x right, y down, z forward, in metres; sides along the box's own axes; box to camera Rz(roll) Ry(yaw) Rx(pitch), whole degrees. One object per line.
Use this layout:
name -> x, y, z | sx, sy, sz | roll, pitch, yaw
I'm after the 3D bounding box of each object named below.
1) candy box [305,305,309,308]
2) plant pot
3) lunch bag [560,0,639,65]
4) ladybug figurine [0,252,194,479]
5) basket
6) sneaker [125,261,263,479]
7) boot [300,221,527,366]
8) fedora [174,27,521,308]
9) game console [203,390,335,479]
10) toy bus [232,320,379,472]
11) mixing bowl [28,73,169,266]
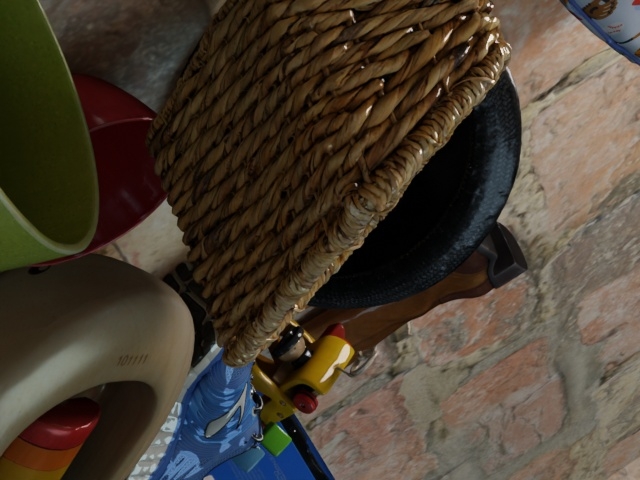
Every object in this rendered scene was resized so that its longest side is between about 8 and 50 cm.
candy box -> 0.000, 0.000, 1.988 | 0.109, 0.053, 0.187 | -27, 156, -15
plant pot -> -0.340, -0.068, 1.237 | 0.293, 0.275, 0.275 | -21, 158, 11
lunch bag -> 0.342, -0.299, 1.795 | 0.243, 0.115, 0.303 | -43, 153, 14
ladybug figurine -> -0.300, 0.176, 1.779 | 0.305, 0.162, 0.449 | -1, 134, -53
basket -> 0.028, -0.064, 1.387 | 0.213, 0.223, 0.299 | -10, 156, -29
sneaker -> -0.119, 0.144, 1.942 | 0.147, 0.130, 0.330 | 13, 118, -37
boot -> 0.075, 0.043, 2.166 | 0.280, 0.096, 0.264 | -28, 160, 15
fedora -> 0.033, -0.106, 1.654 | 0.334, 0.334, 0.152 | -49, -178, 29
game console -> -0.055, 0.319, 2.213 | 0.250, 0.293, 0.173 | -20, 152, -27
toy bus -> -0.049, 0.138, 2.058 | 0.202, 0.104, 0.191 | -45, -168, 5
mixing bowl -> -0.213, -0.072, 1.535 | 0.181, 0.098, 0.181 | -28, 155, -15
